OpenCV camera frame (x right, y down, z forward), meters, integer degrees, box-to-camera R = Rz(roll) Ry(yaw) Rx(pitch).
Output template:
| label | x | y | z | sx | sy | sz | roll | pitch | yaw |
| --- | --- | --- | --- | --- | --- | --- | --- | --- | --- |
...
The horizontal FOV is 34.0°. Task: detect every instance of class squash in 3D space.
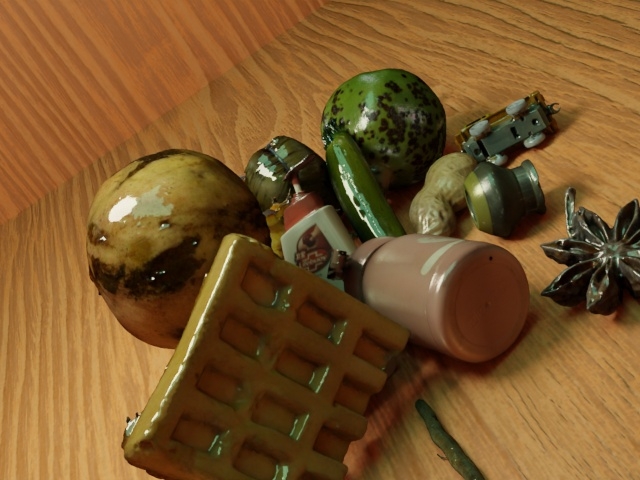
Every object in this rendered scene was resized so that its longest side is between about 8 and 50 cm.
| label | x | y | z | sx | sy | sz | roll | pitch | yaw |
| --- | --- | --- | --- | --- | --- | --- | --- | --- | --- |
| squash | 0.073 | -0.085 | 1.908 | 0.087 | 0.087 | 0.332 | -30 | 66 | 9 |

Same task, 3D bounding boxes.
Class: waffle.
| label | x | y | z | sx | sy | sz | roll | pitch | yaw |
| --- | --- | --- | --- | --- | --- | --- | --- | --- | --- |
| waffle | -0.069 | 0.195 | 1.422 | 0.077 | 0.304 | 0.348 | -22 | 41 | 63 |

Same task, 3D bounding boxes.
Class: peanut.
| label | x | y | z | sx | sy | sz | roll | pitch | yaw |
| --- | --- | --- | --- | --- | --- | --- | --- | --- | --- |
| peanut | 0.220 | -0.073 | 1.875 | 0.104 | 0.086 | 0.228 | 2 | 43 | 36 |

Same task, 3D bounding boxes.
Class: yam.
| label | x | y | z | sx | sy | sz | roll | pitch | yaw |
| --- | --- | --- | --- | --- | --- | --- | --- | --- | --- |
| yam | 0.168 | 0.272 | 1.395 | 0.027 | 0.029 | 0.234 | -10 | 20 | -12 |

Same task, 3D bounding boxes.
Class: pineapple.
| label | x | y | z | sx | sy | sz | roll | pitch | yaw |
| --- | --- | --- | --- | --- | --- | --- | --- | --- | --- |
| pineapple | -0.033 | 0.011 | 1.891 | 0.224 | 0.225 | 0.076 | -26 | 19 | 16 |

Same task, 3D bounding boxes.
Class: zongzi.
| label | x | y | z | sx | sy | sz | roll | pitch | yaw |
| --- | --- | --- | --- | --- | --- | --- | --- | --- | --- |
| zongzi | -0.126 | -0.037 | 2.031 | 0.360 | 0.160 | 0.323 | -39 | -19 | 6 |

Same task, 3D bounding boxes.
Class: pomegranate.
| label | x | y | z | sx | sy | sz | roll | pitch | yaw |
| --- | --- | --- | --- | --- | --- | --- | --- | --- | --- |
| pomegranate | -0.215 | 0.014 | 1.595 | 0.322 | 0.322 | 0.322 | -27 | 26 | 14 |
| pomegranate | 0.123 | -0.204 | 2.053 | 0.254 | 0.254 | 0.271 | -12 | 48 | 39 |

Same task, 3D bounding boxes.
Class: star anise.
| label | x | y | z | sx | sy | sz | roll | pitch | yaw |
| --- | --- | --- | --- | --- | --- | --- | --- | --- | --- |
| star anise | 0.410 | 0.019 | 1.484 | 0.230 | 0.081 | 0.262 | -33 | 36 | 3 |

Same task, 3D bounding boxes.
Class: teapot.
| label | x | y | z | sx | sy | sz | roll | pitch | yaw |
| --- | --- | --- | --- | --- | --- | --- | --- | --- | --- |
| teapot | 0.306 | -0.072 | 1.749 | 0.119 | 0.130 | 0.166 | -17 | -6 | 1 |

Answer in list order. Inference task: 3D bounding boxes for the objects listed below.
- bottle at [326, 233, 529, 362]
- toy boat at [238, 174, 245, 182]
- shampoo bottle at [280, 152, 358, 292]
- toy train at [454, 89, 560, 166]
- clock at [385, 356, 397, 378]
| label | x | y | z | sx | sy | sz | roll | pitch | yaw |
| --- | --- | --- | --- | --- | --- | --- | --- | --- | --- |
| bottle | 0.146 | 0.068 | 1.576 | 0.297 | 0.206 | 0.173 | 15 | 89 | 59 |
| toy boat | -0.196 | -0.079 | 2.379 | 0.129 | 0.088 | 0.295 | -29 | 26 | 11 |
| shampoo bottle | 0.000 | 0.000 | 1.787 | 0.153 | 0.284 | 0.071 | -22 | 0 | 28 |
| toy train | 0.346 | -0.208 | 1.964 | 0.219 | 0.089 | 0.127 | -28 | 15 | 14 |
| clock | -0.062 | 0.182 | 1.673 | 0.235 | 0.166 | 0.309 | -41 | 33 | -15 |
